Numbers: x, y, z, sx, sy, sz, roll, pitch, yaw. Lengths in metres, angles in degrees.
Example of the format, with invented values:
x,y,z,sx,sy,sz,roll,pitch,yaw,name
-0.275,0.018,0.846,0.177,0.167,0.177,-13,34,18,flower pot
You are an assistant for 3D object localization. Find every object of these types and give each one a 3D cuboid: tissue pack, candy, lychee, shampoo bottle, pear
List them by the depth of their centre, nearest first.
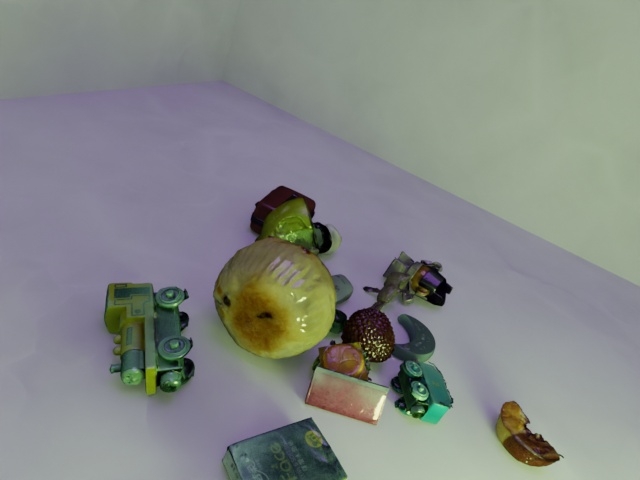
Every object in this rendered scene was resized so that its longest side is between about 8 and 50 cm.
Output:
x,y,z,sx,sy,sz,roll,pitch,yaw,name
-0.087,0.560,1.126,0.257,0.081,0.185,-3,37,-38,tissue pack
0.166,0.320,1.574,0.188,0.188,0.188,16,30,-10,lychee
0.139,0.312,1.706,0.323,0.097,0.097,14,29,-31,candy
-0.030,0.208,1.745,0.359,0.078,0.134,-7,43,-40,shampoo bottle
-0.150,-0.038,1.876,0.255,0.238,0.164,-12,13,-1,pear

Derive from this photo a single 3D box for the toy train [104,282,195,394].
x,y,z,sx,sy,sz,roll,pitch,yaw,name
-0.483,0.271,1.294,0.237,0.150,0.369,-2,36,-21,toy train

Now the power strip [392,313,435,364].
x,y,z,sx,sy,sz,roll,pitch,yaw,name
0.349,0.383,1.727,0.167,0.054,0.253,23,29,5,power strip

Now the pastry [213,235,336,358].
x,y,z,sx,sy,sz,roll,pitch,yaw,name
-0.132,0.170,1.450,0.388,0.388,0.312,30,31,14,pastry

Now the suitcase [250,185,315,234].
x,y,z,sx,sy,sz,roll,pitch,yaw,name
-0.166,-0.117,2.107,0.236,0.161,0.297,26,29,6,suitcase

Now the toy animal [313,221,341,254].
x,y,z,sx,sy,sz,roll,pitch,yaw,name
0.000,0.000,2.049,0.179,0.166,0.138,2,57,-51,toy animal

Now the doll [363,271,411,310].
x,y,z,sx,sy,sz,roll,pitch,yaw,name
0.275,0.222,1.865,0.091,0.203,0.286,60,18,-12,doll

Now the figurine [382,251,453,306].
x,y,z,sx,sy,sz,roll,pitch,yaw,name
0.440,0.173,2.041,0.308,0.143,0.308,-4,56,6,figurine

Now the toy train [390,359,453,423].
x,y,z,sx,sy,sz,roll,pitch,yaw,name
0.327,0.486,1.492,0.163,0.112,0.203,20,30,-16,toy train

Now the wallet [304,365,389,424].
x,y,z,sx,sy,sz,roll,pitch,yaw,name
0.078,0.462,1.368,0.232,0.119,0.025,19,-2,-5,wallet

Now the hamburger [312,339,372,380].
x,y,z,sx,sy,sz,roll,pitch,yaw,name
0.068,0.403,1.454,0.189,0.093,0.164,5,43,2,hamburger

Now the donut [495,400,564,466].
x,y,z,sx,sy,sz,roll,pitch,yaw,name
0.639,0.630,1.477,0.141,0.085,0.217,6,32,-24,donut

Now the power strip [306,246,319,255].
x,y,z,sx,sy,sz,roll,pitch,yaw,name
-0.055,0.093,1.824,0.076,0.169,0.028,-11,40,-44,power strip
